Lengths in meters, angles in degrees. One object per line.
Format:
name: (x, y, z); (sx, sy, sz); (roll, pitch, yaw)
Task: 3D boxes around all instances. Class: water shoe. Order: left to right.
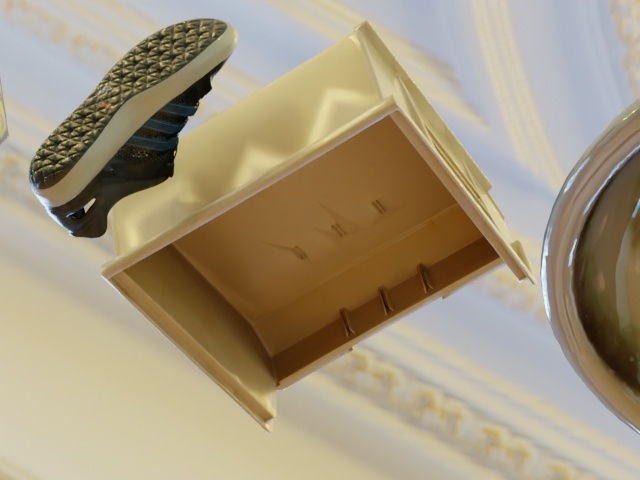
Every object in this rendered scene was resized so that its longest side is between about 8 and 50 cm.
water shoe: (-0.136, -0.088, 1.366); (0.073, 0.203, 0.080); (30, -22, 46)

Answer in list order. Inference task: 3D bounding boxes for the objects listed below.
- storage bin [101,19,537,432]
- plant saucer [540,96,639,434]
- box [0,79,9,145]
storage bin: (0.000, 0.000, 1.444); (0.262, 0.123, 0.260); (-30, -50, 13)
plant saucer: (0.332, 0.005, 1.035); (0.401, 0.100, 0.400); (8, -42, 8)
box: (-0.294, -0.166, 1.274); (0.114, 0.036, 0.207); (-4, -73, 6)
